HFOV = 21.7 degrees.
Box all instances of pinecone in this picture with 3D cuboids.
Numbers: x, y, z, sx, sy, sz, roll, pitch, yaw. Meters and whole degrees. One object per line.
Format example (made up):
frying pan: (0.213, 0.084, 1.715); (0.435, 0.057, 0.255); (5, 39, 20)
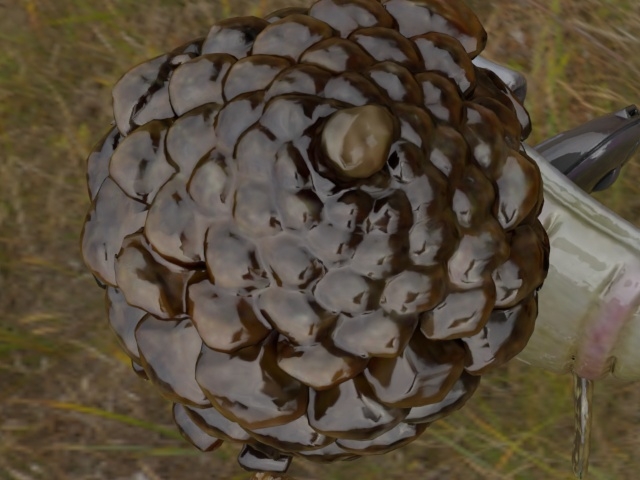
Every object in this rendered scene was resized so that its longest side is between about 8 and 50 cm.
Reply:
pinecone: (0.000, 0.000, 0.800); (0.224, 0.272, 0.224); (1, 70, -1)

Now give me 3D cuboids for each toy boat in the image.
toy boat: (0.138, 0.012, 1.182); (0.293, 0.111, 0.276); (48, 151, -1)

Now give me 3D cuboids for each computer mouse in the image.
computer mouse: (0.160, -0.038, 1.322); (0.232, 0.120, 0.057); (-27, 88, 35)

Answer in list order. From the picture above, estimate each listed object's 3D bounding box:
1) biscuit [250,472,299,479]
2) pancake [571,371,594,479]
biscuit: (0.041, 0.197, 1.091); (0.206, 0.126, 0.025); (24, 83, 11)
pancake: (0.286, 0.172, 1.867); (0.020, 0.184, 0.190); (1, 78, 1)
